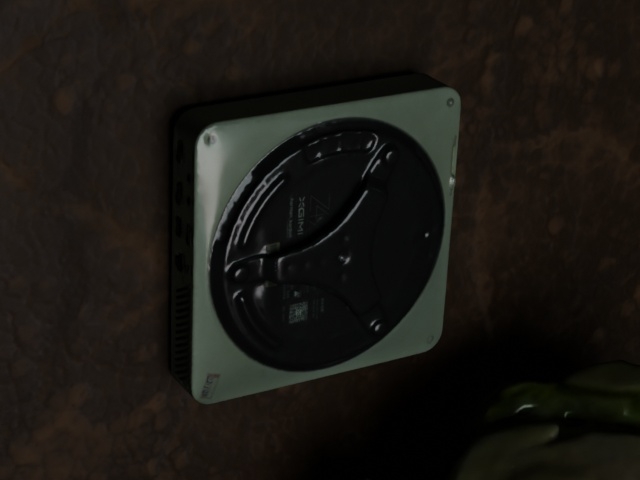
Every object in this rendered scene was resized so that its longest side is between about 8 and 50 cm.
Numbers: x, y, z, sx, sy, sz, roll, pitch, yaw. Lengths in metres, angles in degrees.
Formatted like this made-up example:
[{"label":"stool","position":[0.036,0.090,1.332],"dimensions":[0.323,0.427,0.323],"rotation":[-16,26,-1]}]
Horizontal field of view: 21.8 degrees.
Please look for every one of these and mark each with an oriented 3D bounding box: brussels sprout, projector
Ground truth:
[{"label":"brussels sprout","position":[0.227,0.326,1.557],"dimensions":[0.425,0.342,0.361],"rotation":[-22,140,-8]},{"label":"projector","position":[0.000,0.000,1.425],"dimensions":[0.259,0.079,0.257],"rotation":[-11,117,-28]}]
